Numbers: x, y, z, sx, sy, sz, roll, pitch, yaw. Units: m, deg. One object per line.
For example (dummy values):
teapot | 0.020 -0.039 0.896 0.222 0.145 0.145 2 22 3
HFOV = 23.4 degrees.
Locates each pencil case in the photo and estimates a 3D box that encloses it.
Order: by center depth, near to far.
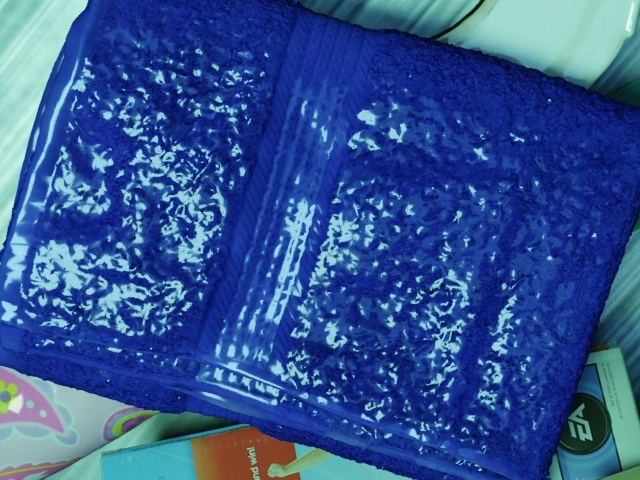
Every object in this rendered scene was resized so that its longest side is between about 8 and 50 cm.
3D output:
pencil case | -0.196 0.088 0.896 0.284 0.124 0.124 -27 97 8

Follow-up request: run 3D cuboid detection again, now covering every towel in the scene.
towel | 0.000 0.000 0.778 0.308 0.076 0.228 16 100 -4

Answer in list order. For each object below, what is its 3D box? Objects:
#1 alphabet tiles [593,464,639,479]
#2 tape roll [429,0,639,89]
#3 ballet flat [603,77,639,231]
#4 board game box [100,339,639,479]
alphabet tiles | 0.282 0.233 0.818 0.342 0.011 0.285 -13 75 -26
tape roll | 0.036 -0.174 0.843 0.286 0.100 0.286 1 99 4
ballet flat | 0.114 -0.001 0.874 0.247 0.083 0.087 -30 141 8
board game box | 0.053 0.241 0.853 0.301 0.086 0.308 -12 72 5
